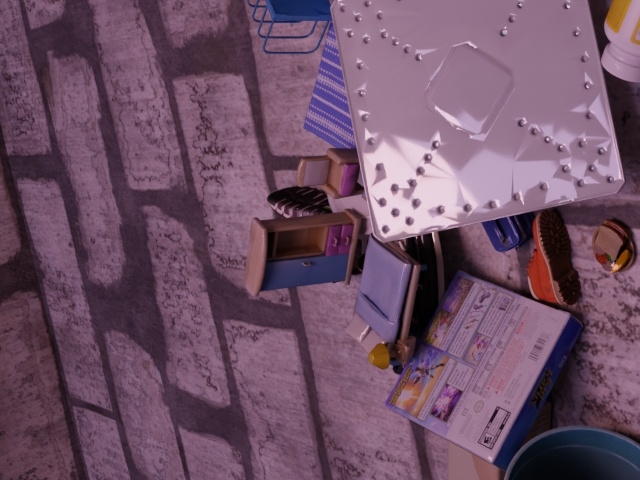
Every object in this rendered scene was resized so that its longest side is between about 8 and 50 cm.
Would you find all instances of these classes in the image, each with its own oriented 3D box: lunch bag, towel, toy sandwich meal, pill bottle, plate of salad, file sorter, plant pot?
[{"bbox_3d":[0.303,-0.028,1.852,0.067,0.065,0.098,-39,73,52],"label":"lunch bag"},{"bbox_3d":[0.080,-0.304,1.992,0.243,0.040,0.336,36,121,39],"label":"towel"},{"bbox_3d":[0.440,0.012,1.723,0.085,0.029,0.086,26,125,44],"label":"toy sandwich meal"},{"bbox_3d":[0.441,-0.308,1.514,0.103,0.103,0.184,44,136,32],"label":"pill bottle"},{"bbox_3d":[0.090,-0.110,2.068,0.200,0.048,0.200,-1,88,43],"label":"plate of salad"},{"bbox_3d":[-0.064,-0.433,2.067,0.104,0.118,0.170,116,143,-51],"label":"file sorter"},{"bbox_3d":[0.409,0.476,1.805,0.271,0.271,0.255,45,152,31],"label":"plant pot"}]

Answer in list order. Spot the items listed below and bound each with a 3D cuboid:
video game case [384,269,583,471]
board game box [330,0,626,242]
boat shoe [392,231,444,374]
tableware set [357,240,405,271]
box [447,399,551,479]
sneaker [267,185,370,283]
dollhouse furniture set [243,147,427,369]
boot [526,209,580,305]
[{"bbox_3d":[0.267,0.209,1.881,0.244,0.061,0.269,23,80,44],"label":"video game case"},{"bbox_3d":[0.228,-0.223,1.691,0.390,0.050,0.390,-12,86,26],"label":"board game box"},{"bbox_3d":[0.159,0.090,2.023,0.127,0.113,0.340,-104,8,-68],"label":"boat shoe"},{"bbox_3d":[0.134,0.085,2.112,0.104,0.024,0.154,-24,87,17],"label":"tableware set"},{"bbox_3d":[0.310,0.419,1.985,0.121,0.148,0.311,22,124,45],"label":"box"},{"bbox_3d":[0.000,0.000,2.230,0.281,0.106,0.162,23,126,45],"label":"sneaker"},{"bbox_3d":[0.035,0.037,1.911,0.303,0.198,0.286,44,133,49],"label":"dollhouse furniture set"},{"bbox_3d":[0.357,0.028,1.819,0.084,0.059,0.158,2,108,57],"label":"boot"}]
